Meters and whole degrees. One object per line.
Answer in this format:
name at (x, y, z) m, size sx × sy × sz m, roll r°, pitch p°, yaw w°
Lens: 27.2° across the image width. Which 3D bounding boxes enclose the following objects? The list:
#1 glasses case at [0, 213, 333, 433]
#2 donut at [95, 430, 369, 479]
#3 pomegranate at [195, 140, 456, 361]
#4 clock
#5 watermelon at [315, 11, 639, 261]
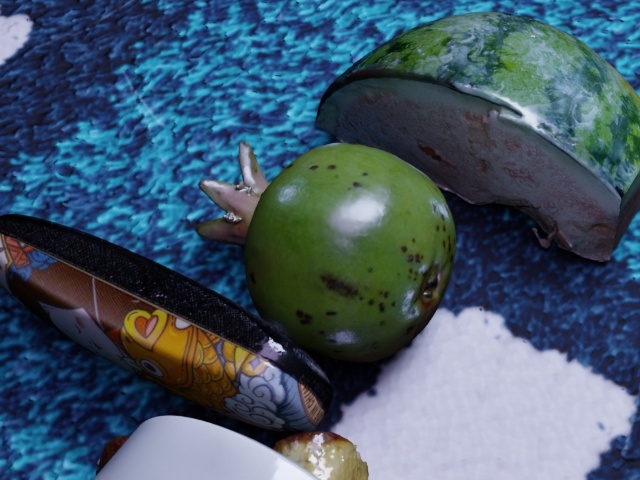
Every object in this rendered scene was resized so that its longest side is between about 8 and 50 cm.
glasses case at (-0.136, 0.065, 1.055) m, size 0.321 × 0.122 × 0.082 m, roll 23°, pitch 74°, yaw 22°
donut at (-0.066, 0.209, 1.003) m, size 0.217 × 0.085 × 0.141 m, roll -4°, pitch 59°, yaw -2°
pomegranate at (0.000, 0.000, 1.085) m, size 0.224 × 0.181 × 0.181 m, roll 22°, pitch 61°, yaw 37°
clock at (-0.042, 0.208, 0.816) m, size 0.230 × 0.230 × 0.083 m, roll 28°, pitch 56°, yaw 17°
watermelon at (0.144, -0.111, 1.161) m, size 0.305 × 0.180 × 0.224 m, roll 25°, pitch 19°, yaw 20°
